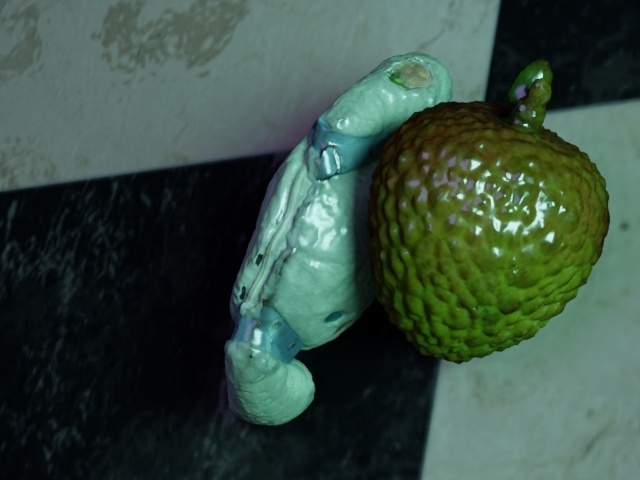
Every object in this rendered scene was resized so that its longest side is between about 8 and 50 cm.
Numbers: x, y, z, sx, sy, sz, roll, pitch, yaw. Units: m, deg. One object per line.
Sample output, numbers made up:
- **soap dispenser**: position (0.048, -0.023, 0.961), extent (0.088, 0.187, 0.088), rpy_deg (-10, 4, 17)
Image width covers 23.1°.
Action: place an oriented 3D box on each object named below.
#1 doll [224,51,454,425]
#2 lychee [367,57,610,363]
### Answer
- **doll**: position (0.000, 0.000, 0.791), extent (0.071, 0.103, 0.214), rpy_deg (32, 102, 24)
- **lychee**: position (0.075, -0.013, 0.720), extent (0.114, 0.114, 0.146), rpy_deg (44, 120, 46)
